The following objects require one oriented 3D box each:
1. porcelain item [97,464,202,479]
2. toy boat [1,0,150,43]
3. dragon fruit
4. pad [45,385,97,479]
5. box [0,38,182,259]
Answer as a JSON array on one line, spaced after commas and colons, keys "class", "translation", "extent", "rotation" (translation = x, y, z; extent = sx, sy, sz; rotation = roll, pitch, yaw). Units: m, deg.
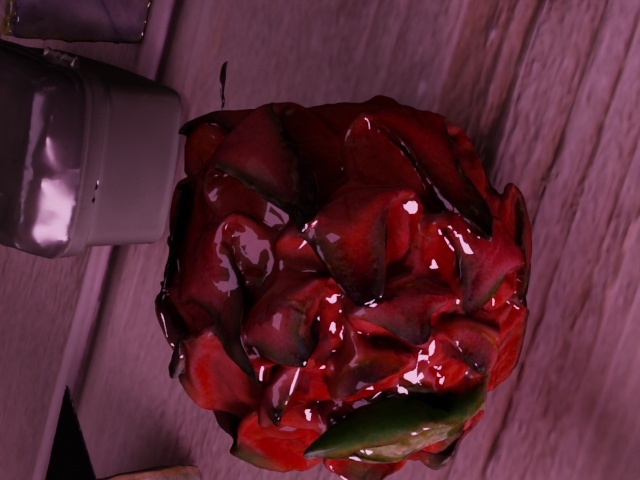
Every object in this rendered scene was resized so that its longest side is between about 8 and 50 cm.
[{"class": "porcelain item", "translation": [-0.110, 0.266, 1.344], "extent": [0.069, 0.081, 0.215], "rotation": [-13, 81, 33]}, {"class": "toy boat", "translation": [-0.172, -0.173, 1.385], "extent": [0.016, 0.115, 0.063], "rotation": [29, 111, 44]}, {"class": "dragon fruit", "translation": [0.000, 0.000, 1.108], "extent": [0.293, 0.234, 0.234], "rotation": [55, 129, 26]}, {"class": "pad", "translation": [-0.169, 0.260, 1.375], "extent": [0.299, 0.005, 0.202], "rotation": [110, 143, -53]}, {"class": "box", "translation": [-0.207, -0.074, 1.415], "extent": [0.210, 0.129, 0.148], "rotation": [22, 107, 48]}]
